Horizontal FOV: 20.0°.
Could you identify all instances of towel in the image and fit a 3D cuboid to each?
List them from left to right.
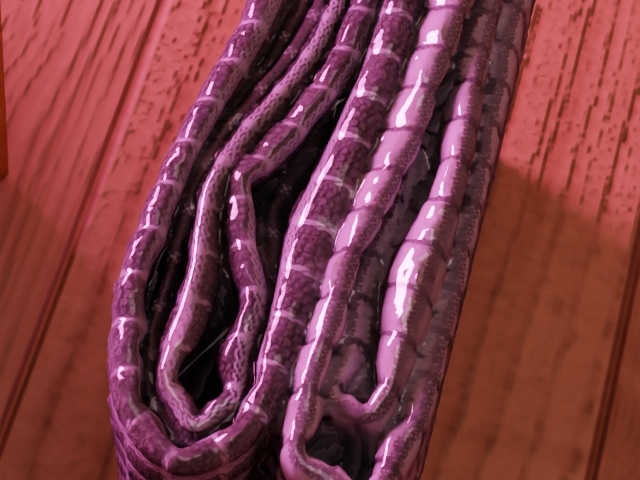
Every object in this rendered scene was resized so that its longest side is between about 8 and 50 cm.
[{"bbox_3d":[0.000,0.000,0.701,0.121,0.235,0.283,14,63,4],"label":"towel"}]

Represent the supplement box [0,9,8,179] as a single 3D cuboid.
[{"bbox_3d":[-0.239,-0.053,0.709,0.129,0.191,0.194,43,67,12],"label":"supplement box"}]
